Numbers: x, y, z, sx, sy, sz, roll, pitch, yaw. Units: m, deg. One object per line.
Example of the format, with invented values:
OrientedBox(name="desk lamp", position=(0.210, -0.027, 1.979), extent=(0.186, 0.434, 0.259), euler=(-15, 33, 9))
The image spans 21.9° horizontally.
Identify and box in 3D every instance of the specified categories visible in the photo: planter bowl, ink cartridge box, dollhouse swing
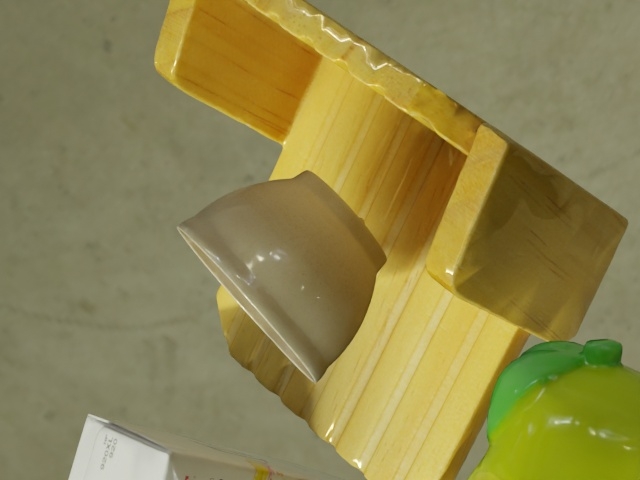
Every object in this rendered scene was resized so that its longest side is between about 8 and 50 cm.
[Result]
OrientedBox(name="planter bowl", position=(-0.018, 0.015, 1.283), extent=(0.162, 0.109, 0.162), euler=(48, 175, 6))
OrientedBox(name="ink cartridge box", position=(-0.097, 0.269, 1.455), extent=(0.232, 0.171, 0.168), euler=(17, 175, -33))
OrientedBox(name="dollhouse swing", position=(0.000, 0.000, 1.308), extent=(0.347, 0.305, 0.315), euler=(39, -172, 33))

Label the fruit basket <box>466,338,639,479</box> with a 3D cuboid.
OrientedBox(name="fruit basket", position=(0.143, 0.261, 0.945), extent=(0.392, 0.283, 0.392), euler=(51, 166, 18))
